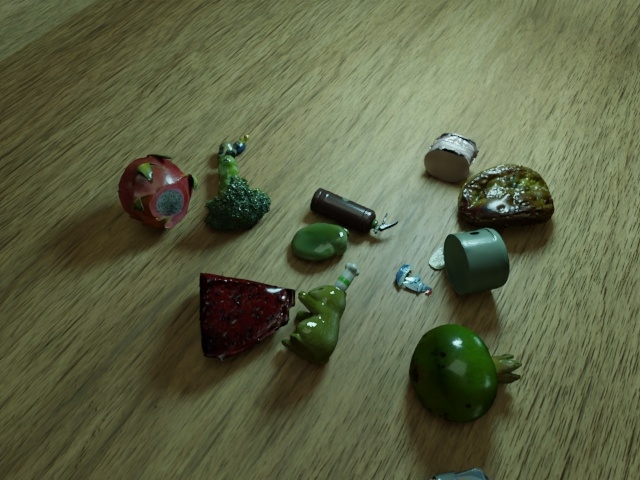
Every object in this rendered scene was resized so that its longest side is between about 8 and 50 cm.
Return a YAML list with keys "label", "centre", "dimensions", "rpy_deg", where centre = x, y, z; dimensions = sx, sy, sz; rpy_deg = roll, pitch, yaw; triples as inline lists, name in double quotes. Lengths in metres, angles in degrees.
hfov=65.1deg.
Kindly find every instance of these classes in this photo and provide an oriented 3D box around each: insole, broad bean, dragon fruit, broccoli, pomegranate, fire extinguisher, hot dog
- label: "insole"
  centre: [0.522, 0.036, 1.970]
  dimensions: [0.248, 0.011, 0.081]
  rpy_deg: [-37, 64, -23]
- label: "broad bean"
  centre: [0.000, 0.000, 1.930]
  dimensions: [0.228, 0.100, 0.169]
  rpy_deg: [-18, 52, -11]
- label: "dragon fruit"
  centre: [-0.268, 0.255, 1.761]
  dimensions: [0.330, 0.228, 0.285]
  rpy_deg: [1, 87, -24]
- label: "broccoli"
  centre: [-0.335, -0.211, 2.018]
  dimensions: [0.252, 0.221, 0.361]
  rpy_deg: [-20, 51, 29]
- label: "pomegranate"
  centre: [0.471, 0.406, 1.601]
  dimensions: [0.359, 0.216, 0.309]
  rpy_deg: [-4, 53, -5]
- label: "fire extinguisher"
  centre: [0.138, -0.113, 2.003]
  dimensions: [0.344, 0.102, 0.138]
  rpy_deg: [24, 57, 13]
- label: "hot dog"
  centre: [0.748, -0.167, 2.014]
  dimensions: [0.388, 0.174, 0.266]
  rpy_deg: [-5, 59, -6]
- label: "dragon fruit"
  centre: [-0.613, -0.178, 1.912]
  dimensions: [0.189, 0.290, 0.290]
  rpy_deg: [18, 55, 33]

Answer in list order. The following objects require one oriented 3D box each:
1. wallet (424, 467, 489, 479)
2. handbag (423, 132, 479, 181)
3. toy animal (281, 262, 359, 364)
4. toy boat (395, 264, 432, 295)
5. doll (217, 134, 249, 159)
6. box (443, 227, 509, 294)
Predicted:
- label: "wallet"
  centre: [0.386, 0.761, 1.453]
  dimensions: [0.231, 0.069, 0.170]
  rpy_deg: [-9, 62, -6]
- label: "handbag"
  centre: [0.554, -0.355, 2.137]
  dimensions: [0.205, 0.179, 0.116]
  rpy_deg: [20, 52, 10]
- label: "toy animal"
  centre: [0.000, 0.236, 1.729]
  dimensions: [0.181, 0.181, 0.362]
  rpy_deg: [20, 59, 0]
- label: "toy boat"
  centre: [0.340, 0.158, 1.880]
  dimensions: [0.105, 0.034, 0.149]
  rpy_deg: [-27, 74, -21]
- label: "doll"
  centre: [-0.388, -0.402, 2.193]
  dimensions: [0.089, 0.102, 0.179]
  rpy_deg: [47, 59, -18]
- label: "box"
  centre: [0.558, 0.074, 1.818]
  dimensions: [0.150, 0.226, 0.226]
  rpy_deg: [-10, 57, -8]
